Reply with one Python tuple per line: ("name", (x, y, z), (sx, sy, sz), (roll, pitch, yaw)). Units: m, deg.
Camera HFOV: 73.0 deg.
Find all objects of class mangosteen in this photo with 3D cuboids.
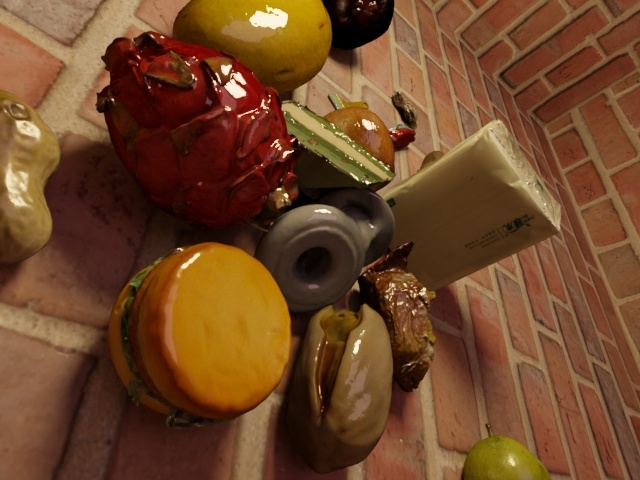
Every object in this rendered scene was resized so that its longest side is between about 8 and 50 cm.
("mangosteen", (0.100, -0.759, 1.417), (0.288, 0.288, 0.233), (-37, 102, -51))

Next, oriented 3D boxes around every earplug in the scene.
("earplug", (0.010, 0.003, 0.842), (0.326, 0.175, 0.214), (-36, 129, -40))

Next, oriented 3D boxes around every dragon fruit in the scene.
("dragon fruit", (-0.182, -0.158, 0.694), (0.342, 0.277, 0.277), (47, 40, -5))

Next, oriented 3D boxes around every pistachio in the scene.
("pistachio", (0.040, 0.240, 0.732), (0.288, 0.166, 0.197), (-70, 155, -43))

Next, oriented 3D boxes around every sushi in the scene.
("sushi", (0.178, 0.167, 0.935), (0.179, 0.166, 0.296), (1, 55, -20))

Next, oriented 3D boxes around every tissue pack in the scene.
("tissue pack", (0.351, -0.078, 1.093), (0.297, 0.380, 0.207), (54, 35, -1))

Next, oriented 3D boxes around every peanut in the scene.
("peanut", (-0.395, -0.085, 0.547), (0.120, 0.110, 0.236), (7, 61, -59))

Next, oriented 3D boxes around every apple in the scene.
("apple", (0.072, -0.203, 1.023), (0.211, 0.211, 0.187), (10, 58, -42))

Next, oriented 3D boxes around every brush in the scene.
("brush", (0.100, -0.425, 1.362), (0.205, 0.011, 0.083), (-25, 83, -51))

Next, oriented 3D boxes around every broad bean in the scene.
("broad bean", (-0.003, -0.055, 0.982), (0.227, 0.039, 0.069), (41, 47, -19))

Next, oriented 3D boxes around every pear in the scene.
("pear", (0.396, 0.500, 0.935), (0.180, 0.166, 0.216), (31, 22, -10))

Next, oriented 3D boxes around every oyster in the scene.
("oyster", (0.315, -0.485, 1.589), (0.165, 0.053, 0.108), (58, 12, 14))

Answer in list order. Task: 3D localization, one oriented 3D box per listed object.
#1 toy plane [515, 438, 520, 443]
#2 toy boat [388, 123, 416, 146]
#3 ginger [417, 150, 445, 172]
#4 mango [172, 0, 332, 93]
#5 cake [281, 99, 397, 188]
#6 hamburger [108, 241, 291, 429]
("toy plane", (0.490, 0.554, 1.080), (0.049, 0.031, 0.121), (51, 42, 6))
("toy boat", (0.257, -0.347, 1.426), (0.059, 0.069, 0.173), (45, 34, 19))
("ginger", (0.420, -0.155, 1.390), (0.304, 0.155, 0.244), (7, 58, -42))
("mango", (-0.145, -0.480, 0.988), (0.445, 0.221, 0.301), (-36, 95, -48))
("cake", (-0.009, -0.136, 0.874), (0.284, 0.172, 0.158), (38, 38, 18))
("hamburger", (-0.166, 0.129, 0.589), (0.246, 0.170, 0.245), (26, 55, -45))
